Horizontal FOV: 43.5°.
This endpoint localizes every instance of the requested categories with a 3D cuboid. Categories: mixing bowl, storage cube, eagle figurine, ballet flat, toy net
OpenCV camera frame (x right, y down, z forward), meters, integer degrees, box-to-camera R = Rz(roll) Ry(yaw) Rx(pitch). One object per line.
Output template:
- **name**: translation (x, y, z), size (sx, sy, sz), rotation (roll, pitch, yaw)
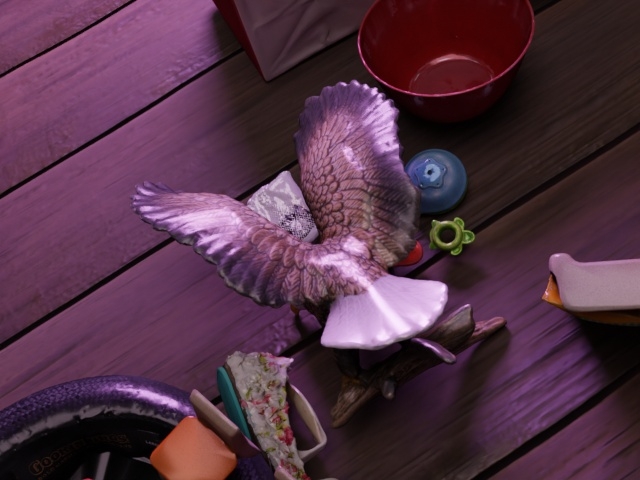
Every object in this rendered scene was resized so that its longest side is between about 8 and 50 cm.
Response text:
- **mixing bowl**: translation (0.137, -0.194, 0.865), size (0.181, 0.098, 0.181), rotation (-7, 57, 11)
- **storage cube**: translation (-0.051, -0.345, 0.946), size (0.184, 0.215, 0.193), rotation (-29, 62, -4)
- **eagle figurine**: translation (-0.006, 0.005, 0.715), size (0.225, 0.226, 0.298), rotation (-35, 80, 30)
- **ballet flat**: translation (-0.024, 0.196, 0.687), size (0.077, 0.091, 0.241), rotation (-9, 58, -20)
- **toy net**: translation (0.038, -0.024, 0.827), size (0.232, 0.045, 0.122), rotation (-9, 78, 13)

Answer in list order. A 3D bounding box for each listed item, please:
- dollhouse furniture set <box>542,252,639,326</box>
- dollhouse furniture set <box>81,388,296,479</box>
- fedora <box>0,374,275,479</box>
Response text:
- **dollhouse furniture set**: translation (0.331, 0.080, 0.612), size (0.302, 0.197, 0.151), rotation (-5, 83, 19)
- **dollhouse furniture set**: translation (-0.083, 0.255, 0.464), size (0.259, 0.135, 0.262), rotation (39, 73, 19)
- **fedora**: translation (-0.174, 0.278, 0.619), size (0.334, 0.152, 0.334), rotation (-2, 65, 4)
